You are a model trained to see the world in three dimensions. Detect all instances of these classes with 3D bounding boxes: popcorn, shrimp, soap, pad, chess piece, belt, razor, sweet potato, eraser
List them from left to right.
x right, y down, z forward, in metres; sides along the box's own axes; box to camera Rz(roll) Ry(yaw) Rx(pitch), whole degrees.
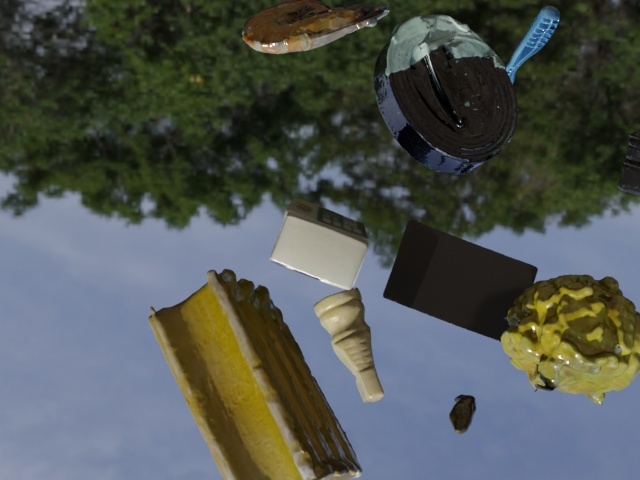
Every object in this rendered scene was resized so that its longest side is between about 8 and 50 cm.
[{"bbox_3d":[-0.087,0.230,1.536,0.156,0.335,0.293,-30,165,4],"label":"soap"},{"bbox_3d":[-0.012,-0.472,2.200,0.317,0.062,0.164,-12,-128,1],"label":"shrimp"},{"bbox_3d":[0.000,0.000,1.530,0.124,0.081,0.279,20,-174,-2],"label":"eraser"},{"bbox_3d":[0.061,0.192,1.832,0.090,0.090,0.200,-10,-111,-29],"label":"chess piece"},{"bbox_3d":[0.151,-0.181,1.257,0.151,0.198,0.078,-34,180,-16],"label":"belt"},{"bbox_3d":[0.262,0.079,1.935,0.265,0.159,0.009,21,171,-3],"label":"pad"},{"bbox_3d":[0.223,0.264,1.619,0.041,0.038,0.153,-18,-173,13],"label":"sweet potato"},{"bbox_3d":[0.320,-0.289,1.663,0.082,0.253,0.042,2,-115,-11],"label":"razor"},{"bbox_3d":[0.440,0.177,1.797,0.249,0.249,0.225,9,-129,6],"label":"popcorn"}]

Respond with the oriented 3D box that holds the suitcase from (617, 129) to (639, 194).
[{"bbox_3d":[0.854,-0.150,2.250,0.345,0.188,0.339,-7,-161,-38],"label":"suitcase"}]
